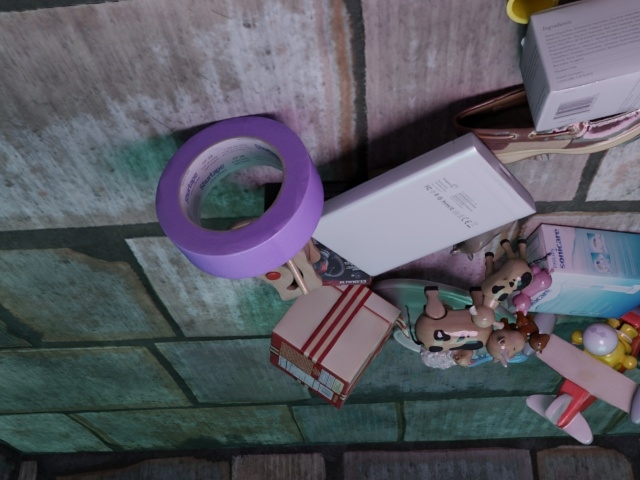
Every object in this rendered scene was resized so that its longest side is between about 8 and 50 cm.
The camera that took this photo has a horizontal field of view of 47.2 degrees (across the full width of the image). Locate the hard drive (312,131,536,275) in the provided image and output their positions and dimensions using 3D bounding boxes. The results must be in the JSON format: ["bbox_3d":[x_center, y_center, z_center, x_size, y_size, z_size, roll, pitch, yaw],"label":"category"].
[{"bbox_3d":[0.174,-0.051,1.325,0.353,0.047,0.233,-24,140,31],"label":"hard drive"}]

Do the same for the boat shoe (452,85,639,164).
[{"bbox_3d":[0.381,-0.214,1.180,0.342,0.123,0.123,-9,152,27],"label":"boat shoe"}]

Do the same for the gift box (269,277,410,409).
[{"bbox_3d":[0.053,0.236,1.790,0.276,0.258,0.255,34,154,7],"label":"gift box"}]

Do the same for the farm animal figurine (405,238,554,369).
[{"bbox_3d":[0.343,0.172,1.551,0.327,0.172,0.330,-12,136,16],"label":"farm animal figurine"}]

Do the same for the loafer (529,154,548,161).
[{"bbox_3d":[0.381,-0.176,1.321,0.039,0.045,0.125,-8,153,26],"label":"loafer"}]

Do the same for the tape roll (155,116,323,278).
[{"bbox_3d":[-0.137,-0.076,1.250,0.275,0.274,0.090,-8,151,12],"label":"tape roll"}]

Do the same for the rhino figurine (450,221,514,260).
[{"bbox_3d":[0.327,-0.031,1.512,0.073,0.106,0.243,9,149,-16],"label":"rhino figurine"}]

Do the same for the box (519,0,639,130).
[{"bbox_3d":[0.388,-0.253,1.036,0.182,0.119,0.181,-13,170,8],"label":"box"}]

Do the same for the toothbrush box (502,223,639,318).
[{"bbox_3d":[0.604,0.078,1.694,0.296,0.126,0.216,4,152,-10],"label":"toothbrush box"}]

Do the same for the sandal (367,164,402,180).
[{"bbox_3d":[0.173,-0.101,1.442,0.180,0.049,0.072,22,144,-34],"label":"sandal"}]

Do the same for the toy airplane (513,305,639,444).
[{"bbox_3d":[0.697,0.320,1.888,0.386,0.384,0.272,-7,137,12],"label":"toy airplane"}]

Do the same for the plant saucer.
[{"bbox_3d":[0.298,0.222,1.855,0.400,0.100,0.400,15,158,6],"label":"plant saucer"}]

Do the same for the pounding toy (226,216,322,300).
[{"bbox_3d":[-0.094,0.052,1.380,0.154,0.155,0.269,-12,148,12],"label":"pounding toy"}]

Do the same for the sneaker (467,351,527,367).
[{"bbox_3d":[0.481,0.289,2.130,0.262,0.104,0.125,-5,133,0],"label":"sneaker"}]

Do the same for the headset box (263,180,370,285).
[{"bbox_3d":[0.000,0.000,1.556,0.218,0.110,0.293,-1,150,2],"label":"headset box"}]

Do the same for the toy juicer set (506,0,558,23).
[{"bbox_3d":[0.292,-0.403,0.864,0.209,0.089,0.329,-14,148,22],"label":"toy juicer set"}]

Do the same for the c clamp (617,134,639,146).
[{"bbox_3d":[0.533,-0.215,1.275,0.137,0.022,0.161,-21,144,32],"label":"c clamp"}]
